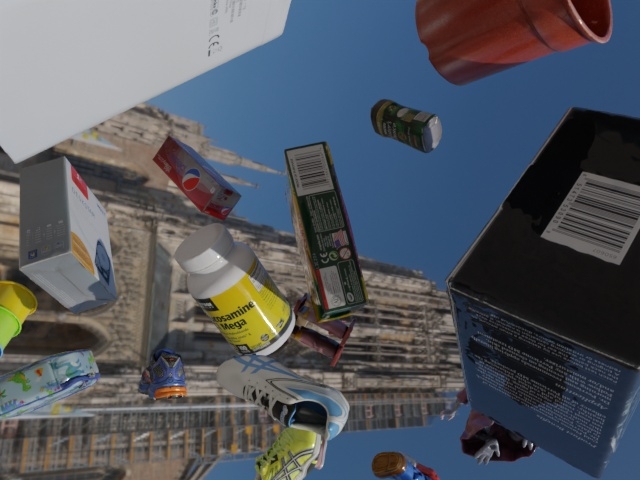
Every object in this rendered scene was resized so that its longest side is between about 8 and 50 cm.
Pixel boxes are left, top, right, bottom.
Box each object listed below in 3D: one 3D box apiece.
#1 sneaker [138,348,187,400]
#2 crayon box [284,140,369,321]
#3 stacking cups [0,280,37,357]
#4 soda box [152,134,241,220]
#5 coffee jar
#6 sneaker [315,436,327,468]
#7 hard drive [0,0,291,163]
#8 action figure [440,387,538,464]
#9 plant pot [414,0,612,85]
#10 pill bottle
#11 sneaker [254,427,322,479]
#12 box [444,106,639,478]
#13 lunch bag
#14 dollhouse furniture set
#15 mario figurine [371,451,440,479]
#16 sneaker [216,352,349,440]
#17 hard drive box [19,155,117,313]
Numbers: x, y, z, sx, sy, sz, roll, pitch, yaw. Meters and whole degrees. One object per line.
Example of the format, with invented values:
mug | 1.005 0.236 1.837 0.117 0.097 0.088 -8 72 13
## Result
sneaker | -0.295 0.250 0.965 0.221 0.083 0.087 -19 -112 60
crayon box | 0.000 0.000 1.196 0.313 0.105 0.363 109 -32 -76
stacking cups | -0.610 0.212 0.881 0.096 0.096 0.316 -52 -157 32
soda box | -0.323 -0.164 1.306 0.263 0.092 0.083 42 -80 32
coffee jar | 0.212 -0.294 1.284 0.079 0.096 0.184 -45 -131 -15
sneaker | -0.020 0.709 1.734 0.051 0.070 0.134 -53 -166 31
hard drive | -0.172 -0.218 0.496 0.047 0.353 0.233 54 -20 4
action figure | 0.491 0.469 1.466 0.370 0.247 0.276 -53 149 -71
plant pot | 0.336 -0.428 0.919 0.265 0.272 0.273 -16 -113 47
pill bottle | -0.217 0.127 1.286 0.187 0.334 0.188 -23 -150 14
sneaker | -0.118 0.699 1.602 0.145 0.147 0.385 19 -95 63
box | 0.501 0.099 0.958 0.297 0.472 0.480 25 -117 35
lunch bag | -0.616 0.319 1.124 0.176 0.218 0.090 126 -59 -75
dollhouse furniture set | 0.013 0.274 1.769 0.152 0.201 0.374 -65 175 10
mario figurine | 0.218 0.591 1.097 0.170 0.320 0.198 -9 -134 52
sneaker | -0.070 0.253 0.825 0.237 0.086 0.085 15 -71 16
hard drive box | -0.475 -0.009 0.954 0.181 0.089 0.232 80 -11 -57
